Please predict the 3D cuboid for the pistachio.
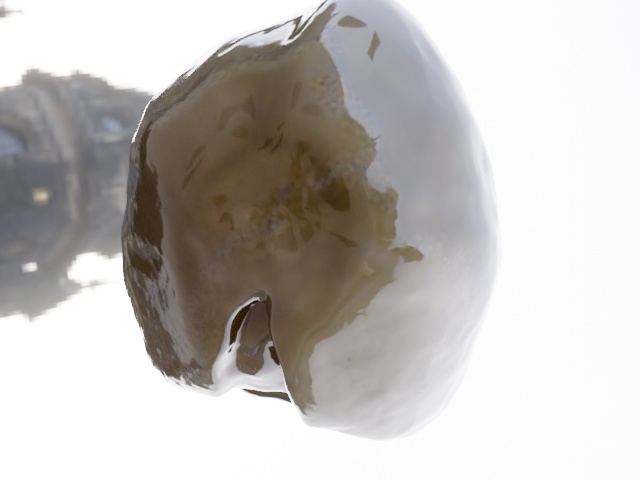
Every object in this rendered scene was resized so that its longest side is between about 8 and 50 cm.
[{"bbox_3d":[0.000,0.000,0.649,0.137,0.153,0.238,25,-26,14],"label":"pistachio"}]
